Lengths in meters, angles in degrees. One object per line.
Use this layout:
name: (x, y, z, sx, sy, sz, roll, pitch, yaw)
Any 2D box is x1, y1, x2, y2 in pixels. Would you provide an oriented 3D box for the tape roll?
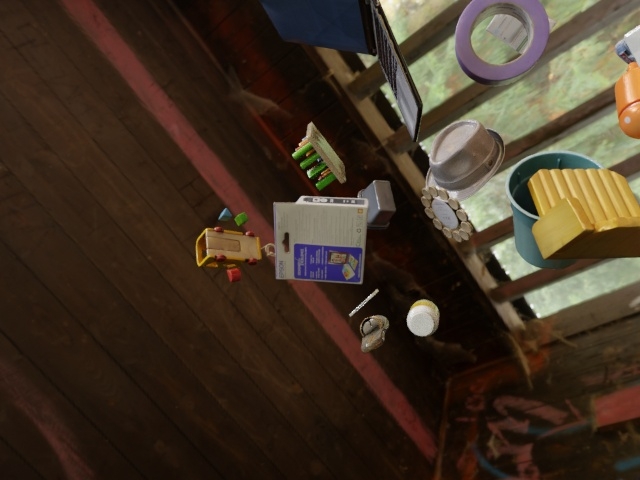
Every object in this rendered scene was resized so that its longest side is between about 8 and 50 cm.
tape roll: (0.386, -0.434, 1.143, 0.189, 0.189, 0.080, 61, -164, 1)

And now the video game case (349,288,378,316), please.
video game case: (0.163, 0.234, 1.989, 0.011, 0.122, 0.087, 48, -160, 7)

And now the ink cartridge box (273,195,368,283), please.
ink cartridge box: (0.000, 0.000, 1.214, 0.045, 0.208, 0.206, -84, -3, -60)

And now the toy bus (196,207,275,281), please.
toy bus: (-0.256, 0.033, 1.524, 0.202, 0.104, 0.191, 47, -133, -5)

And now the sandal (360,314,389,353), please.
sandal: (0.142, 0.255, 1.519, 0.060, 0.090, 0.219, 56, -162, -4)

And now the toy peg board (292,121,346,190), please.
toy peg board: (-0.009, -0.229, 1.485, 0.161, 0.079, 0.161, 51, -165, -19)

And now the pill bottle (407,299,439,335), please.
pill bottle: (0.386, 0.295, 1.996, 0.118, 0.117, 0.208, 62, -167, 3)

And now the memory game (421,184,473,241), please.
memory game: (0.339, -0.072, 1.433, 0.186, 0.012, 0.186, 49, 165, 18)

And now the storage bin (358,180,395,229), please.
storage bin: (0.170, -0.115, 1.605, 0.098, 0.091, 0.135, 1, -117, -20)

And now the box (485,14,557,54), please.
box: (0.697, -0.748, 1.849, 0.186, 0.145, 0.038, 33, -152, 0)

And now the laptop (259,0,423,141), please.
laptop: (0.050, -0.405, 1.243, 0.382, 0.236, 0.408, -5, -108, -81)

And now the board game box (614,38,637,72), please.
board game box: (1.161, -0.653, 1.924, 0.194, 0.060, 0.194, 38, -177, -1)

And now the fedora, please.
fedora: (0.414, -0.260, 1.598, 0.124, 0.275, 0.243, 44, 177, -36)

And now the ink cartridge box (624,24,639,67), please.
ink cartridge box: (0.685, -0.220, 0.761, 0.091, 0.308, 0.385, -22, -96, -45)

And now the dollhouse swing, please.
dollhouse swing: (0.774, -0.119, 1.422, 0.315, 0.346, 0.305, 95, 174, -69)

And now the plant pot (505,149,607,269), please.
plant pot: (0.845, -0.089, 1.925, 0.334, 0.341, 0.341, 69, -165, -49)

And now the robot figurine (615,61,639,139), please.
robot figurine: (0.817, -0.350, 1.337, 0.128, 0.158, 0.220, 18, -116, -20)
